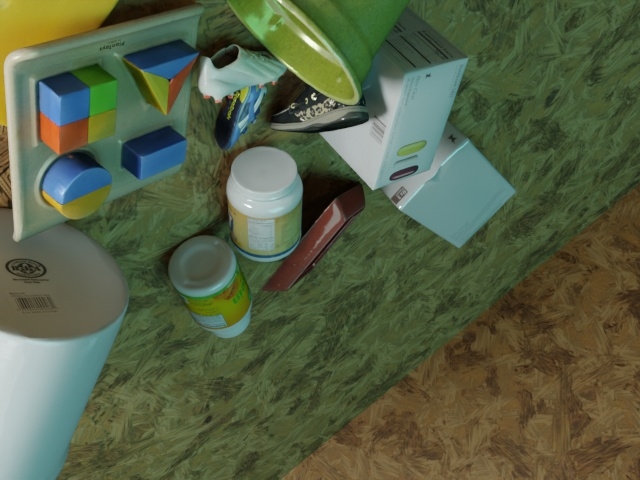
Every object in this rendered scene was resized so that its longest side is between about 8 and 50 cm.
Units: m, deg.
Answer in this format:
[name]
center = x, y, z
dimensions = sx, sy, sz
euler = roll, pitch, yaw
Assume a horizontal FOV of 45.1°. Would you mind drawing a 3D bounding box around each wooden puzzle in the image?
[wooden puzzle]
center = -0.303, -0.163, 1.145
dimensions = 0.322, 0.080, 0.348
euler = -32, 154, -42

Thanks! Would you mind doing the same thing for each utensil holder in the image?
[utensil holder]
center = -0.512, 0.187, 1.225
dimensions = 0.327, 0.327, 0.385
euler = -2, 130, -46

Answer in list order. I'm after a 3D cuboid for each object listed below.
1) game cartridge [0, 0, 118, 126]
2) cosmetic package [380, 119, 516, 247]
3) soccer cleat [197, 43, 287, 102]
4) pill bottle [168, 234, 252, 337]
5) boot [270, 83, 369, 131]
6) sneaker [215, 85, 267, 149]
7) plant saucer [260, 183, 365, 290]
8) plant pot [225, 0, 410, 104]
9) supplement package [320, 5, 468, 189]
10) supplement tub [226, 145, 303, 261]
[game cartridge]
center = -0.403, -0.309, 0.950
dimensions = 0.324, 0.053, 0.285
euler = -50, 148, 13
[cosmetic package]
center = 0.289, -0.142, 1.813
dimensions = 0.217, 0.156, 0.385
euler = -45, 148, 10
[soccer cleat]
center = -0.119, -0.283, 1.242
dimensions = 0.196, 0.068, 0.076
euler = -34, 136, -43
[pill bottle]
center = -0.218, 0.107, 1.607
dimensions = 0.136, 0.136, 0.246
euler = -32, 149, -12
[boot]
center = -0.007, -0.281, 1.350
dimensions = 0.085, 0.236, 0.179
euler = -5, 94, -38
[sneaker]
center = -0.138, -0.218, 1.347
dimensions = 0.059, 0.053, 0.144
euler = -7, 138, -46
[plant saucer]
center = 0.000, 0.000, 1.679
dimensions = 0.259, 0.048, 0.258
euler = -51, 176, 18
[plant pot]
center = 0.032, -0.386, 1.136
dimensions = 0.254, 0.276, 0.276
euler = -49, 150, -4
[supplement package]
center = 0.121, -0.266, 1.412
dimensions = 0.145, 0.204, 0.262
euler = -22, 145, -28
[supplement tub]
center = -0.107, -0.069, 1.487
dimensions = 0.144, 0.144, 0.200
euler = -26, 147, -22
